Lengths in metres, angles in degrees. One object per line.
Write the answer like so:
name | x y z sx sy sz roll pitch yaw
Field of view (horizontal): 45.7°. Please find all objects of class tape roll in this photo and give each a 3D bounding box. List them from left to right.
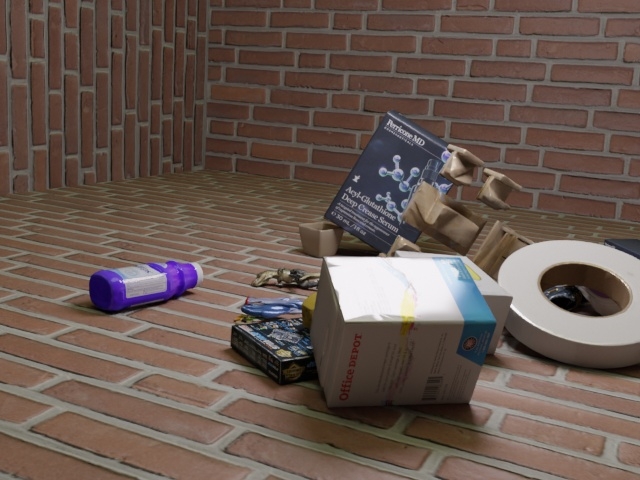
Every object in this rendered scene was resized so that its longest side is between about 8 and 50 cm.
tape roll | 0.596 0.133 1.727 0.392 0.072 0.392 0 34 0

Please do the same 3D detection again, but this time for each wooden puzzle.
wooden puzzle | -0.148 0.186 1.735 0.116 0.014 0.078 10 14 27

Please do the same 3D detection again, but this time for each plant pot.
plant pot | 0.000 0.000 2.465 0.109 0.096 0.109 -8 17 -44
plant pot | 0.007 0.151 1.560 0.083 0.081 0.081 -13 18 -26

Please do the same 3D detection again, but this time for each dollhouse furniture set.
dollhouse furniture set | 0.401 -0.023 2.123 0.394 0.362 0.256 29 6 -17

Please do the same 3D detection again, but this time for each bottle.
bottle | -0.416 0.103 1.857 0.118 0.092 0.283 13 15 42

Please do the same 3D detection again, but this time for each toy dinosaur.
toy dinosaur | -0.047 0.104 2.058 0.268 0.064 0.118 4 5 -15

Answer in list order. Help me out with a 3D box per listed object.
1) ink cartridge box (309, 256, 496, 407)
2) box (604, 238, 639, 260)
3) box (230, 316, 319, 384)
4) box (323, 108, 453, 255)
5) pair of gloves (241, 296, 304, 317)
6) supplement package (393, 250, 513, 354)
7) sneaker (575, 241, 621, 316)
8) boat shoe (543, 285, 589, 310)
ink cartridge box | 0.136 0.161 1.369 0.270 0.198 0.197 1 34 -13
box | 0.835 0.109 1.981 0.103 0.184 0.261 3 11 -6
box | -0.056 0.216 1.530 0.175 0.051 0.220 -4 14 -32
box | 0.245 -0.174 2.439 0.293 0.395 0.212 32 15 3
pair of gloves | -0.108 0.161 1.819 0.159 0.023 0.198 3 7 -3
supplement package | 0.269 0.134 1.659 0.194 0.149 0.203 5 22 -23
sneaker | 0.707 0.115 1.977 0.114 0.152 0.305 -27 28 8
boat shoe | 0.671 0.156 2.027 0.183 0.065 0.083 -1 21 -10
